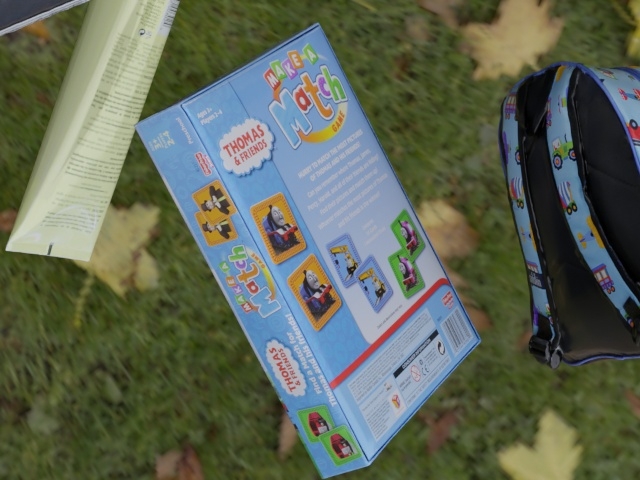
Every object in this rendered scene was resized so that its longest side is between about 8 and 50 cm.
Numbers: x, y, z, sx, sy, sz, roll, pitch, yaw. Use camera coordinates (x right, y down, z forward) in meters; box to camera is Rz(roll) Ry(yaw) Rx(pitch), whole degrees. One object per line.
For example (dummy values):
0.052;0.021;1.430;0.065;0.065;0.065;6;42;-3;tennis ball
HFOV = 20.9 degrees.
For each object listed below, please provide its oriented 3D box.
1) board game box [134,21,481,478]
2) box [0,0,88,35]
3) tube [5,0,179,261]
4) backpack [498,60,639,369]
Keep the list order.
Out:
0.000;0.000;0.953;0.160;0.039;0.211;-39;105;-55;board game box
-0.416;-0.377;1.407;0.471;0.480;0.297;-31;143;-44;box
-0.158;-0.101;1.239;0.070;0.062;0.240;17;97;-17;tube
0.178;-0.022;1.001;0.117;0.158;0.173;-16;88;-22;backpack
